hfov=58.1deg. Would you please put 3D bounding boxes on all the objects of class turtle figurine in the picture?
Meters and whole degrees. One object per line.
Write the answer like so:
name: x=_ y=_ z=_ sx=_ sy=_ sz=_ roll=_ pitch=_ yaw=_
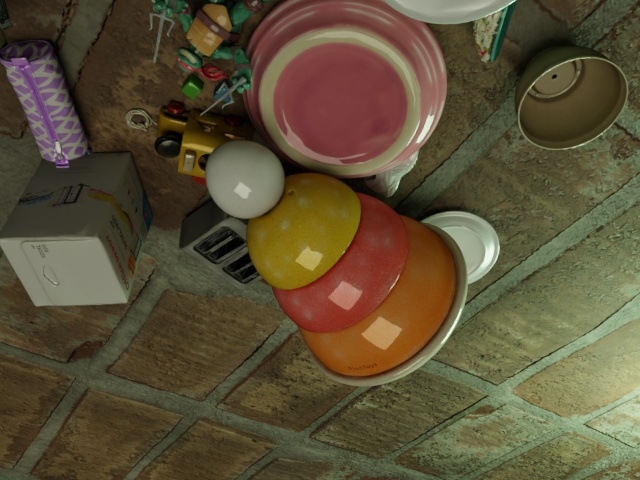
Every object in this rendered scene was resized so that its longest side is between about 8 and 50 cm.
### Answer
turtle figurine: x=-0.158 y=-0.312 z=0.838 sx=0.175 sy=0.118 sz=0.234 roll=29 pitch=115 yaw=-25

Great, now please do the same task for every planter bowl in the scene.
planter bowl: x=0.384 y=-0.241 z=0.919 sx=0.162 sy=0.109 sz=0.162 roll=0 pitch=134 yaw=0

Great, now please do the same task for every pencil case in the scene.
pencil case: x=-0.450 y=-0.221 z=0.944 sx=0.087 sy=0.088 sz=0.206 roll=-4 pitch=133 yaw=0

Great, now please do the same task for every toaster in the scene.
toaster: x=-0.160 y=-0.007 z=1.140 sx=0.186 sy=0.110 sz=0.168 roll=-31 pitch=128 yaw=26

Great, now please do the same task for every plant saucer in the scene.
plant saucer: x=0.033 y=-0.228 z=0.917 sx=0.333 sy=0.084 sz=0.331 roll=4 pitch=130 yaw=5

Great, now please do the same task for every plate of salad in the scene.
plate of salad: x=0.271 y=0.017 z=1.213 sx=0.200 sy=0.048 sz=0.199 roll=2 pitch=124 yaw=3

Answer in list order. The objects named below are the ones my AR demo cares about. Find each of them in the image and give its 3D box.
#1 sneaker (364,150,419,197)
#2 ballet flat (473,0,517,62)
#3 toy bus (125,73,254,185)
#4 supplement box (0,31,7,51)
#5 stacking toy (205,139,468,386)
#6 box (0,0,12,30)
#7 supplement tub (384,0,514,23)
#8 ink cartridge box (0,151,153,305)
sneaker: x=0.131 y=-0.141 z=1.052 sx=0.061 sy=0.053 sz=0.152 roll=19 pitch=132 yaw=-14
ballet flat: x=0.255 y=-0.378 z=0.819 sx=0.077 sy=0.091 sz=0.240 roll=26 pitch=131 yaw=16
toy bus: x=-0.213 y=-0.162 z=0.992 sx=0.202 sy=0.104 sz=0.191 roll=-23 pitch=130 yaw=20
supplement box: x=-0.524 y=-0.310 z=0.858 sx=0.056 sy=0.083 sz=0.083 roll=0 pitch=134 yaw=0
stacking toy: x=0.000 y=0.000 z=0.972 sx=0.351 sy=0.350 sz=0.480 roll=-27 pitch=130 yaw=23
box: x=-0.556 y=-0.411 z=0.709 sx=0.243 sy=0.076 sz=0.307 roll=-2 pitch=117 yaw=1
supplement tub: x=0.122 y=-0.395 z=0.616 sx=0.236 sy=0.324 sz=0.235 roll=-1 pitch=134 yaw=-1
ink cartridge box: x=-0.424 y=-0.021 z=1.036 sx=0.169 sy=0.232 sz=0.171 roll=-2 pitch=134 yaw=2
